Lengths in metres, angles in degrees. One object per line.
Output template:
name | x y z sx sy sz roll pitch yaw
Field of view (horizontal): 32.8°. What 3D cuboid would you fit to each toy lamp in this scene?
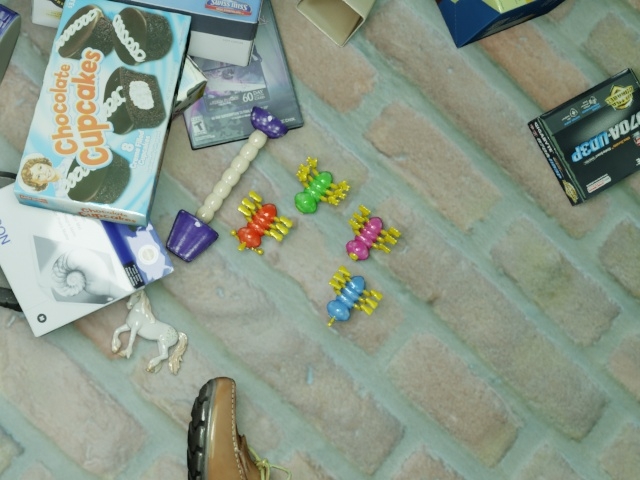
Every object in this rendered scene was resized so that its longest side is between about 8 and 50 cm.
toy lamp | -0.156 -0.089 1.771 0.080 0.080 0.274 34 84 -7

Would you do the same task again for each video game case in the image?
video game case | -0.156 -0.304 1.839 0.196 0.026 0.274 -14 87 -15

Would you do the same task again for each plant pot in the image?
plant pot | 0.040 -0.419 1.867 0.109 0.109 0.096 40 63 -6

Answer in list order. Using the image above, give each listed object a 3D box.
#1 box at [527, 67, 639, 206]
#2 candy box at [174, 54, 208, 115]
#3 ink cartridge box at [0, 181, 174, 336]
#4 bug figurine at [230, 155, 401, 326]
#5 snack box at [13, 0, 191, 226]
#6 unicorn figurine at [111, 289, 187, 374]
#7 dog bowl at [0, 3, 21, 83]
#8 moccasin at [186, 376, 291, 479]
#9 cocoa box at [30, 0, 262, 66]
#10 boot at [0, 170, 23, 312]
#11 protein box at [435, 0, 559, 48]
box | 0.509 -0.189 1.973 0.220 0.051 0.175 -28 90 -16
candy box | -0.288 -0.192 1.707 0.233 0.159 0.071 -42 95 -7
ink cartridge box | -0.360 -0.003 1.592 0.224 0.045 0.223 -27 92 -5
bug figurine | 0.000 0.000 1.810 0.279 0.072 0.216 40 69 -1
snack box | -0.309 -0.190 1.569 0.187 0.060 0.321 10 71 -3
unicorn figurine | -0.278 0.141 1.725 0.162 0.060 0.111 37 76 -38
dog bowl | -0.545 -0.239 1.609 0.104 0.265 0.264 25 77 -11
moccasin | -0.123 0.399 1.689 0.147 0.139 0.379 -8 85 -16
cocoa box | -0.250 -0.454 1.679 0.347 0.228 0.231 10 51 -7
boot | -0.470 -0.002 1.677 0.338 0.118 0.222 3 76 -18
protein box | 0.330 -0.454 1.888 0.201 0.200 0.135 -24 89 -16
